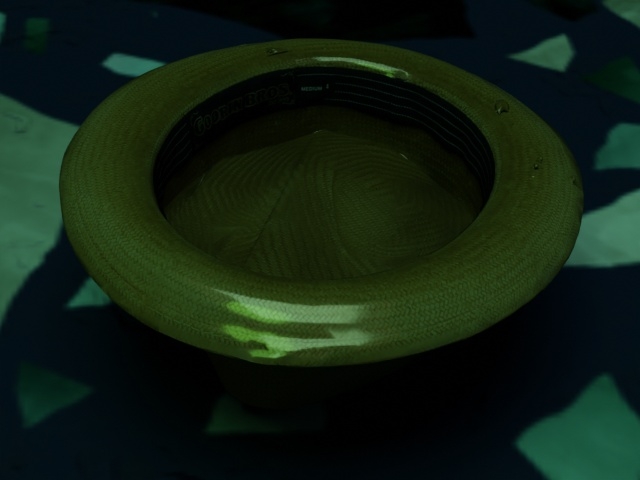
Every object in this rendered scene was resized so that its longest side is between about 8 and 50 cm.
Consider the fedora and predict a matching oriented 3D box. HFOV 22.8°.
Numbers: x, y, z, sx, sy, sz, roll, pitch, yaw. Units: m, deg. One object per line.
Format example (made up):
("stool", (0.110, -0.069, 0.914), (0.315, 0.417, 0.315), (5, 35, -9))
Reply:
("fedora", (0.000, 0.000, 0.571), (0.194, 0.079, 0.194), (3, 37, -2))
